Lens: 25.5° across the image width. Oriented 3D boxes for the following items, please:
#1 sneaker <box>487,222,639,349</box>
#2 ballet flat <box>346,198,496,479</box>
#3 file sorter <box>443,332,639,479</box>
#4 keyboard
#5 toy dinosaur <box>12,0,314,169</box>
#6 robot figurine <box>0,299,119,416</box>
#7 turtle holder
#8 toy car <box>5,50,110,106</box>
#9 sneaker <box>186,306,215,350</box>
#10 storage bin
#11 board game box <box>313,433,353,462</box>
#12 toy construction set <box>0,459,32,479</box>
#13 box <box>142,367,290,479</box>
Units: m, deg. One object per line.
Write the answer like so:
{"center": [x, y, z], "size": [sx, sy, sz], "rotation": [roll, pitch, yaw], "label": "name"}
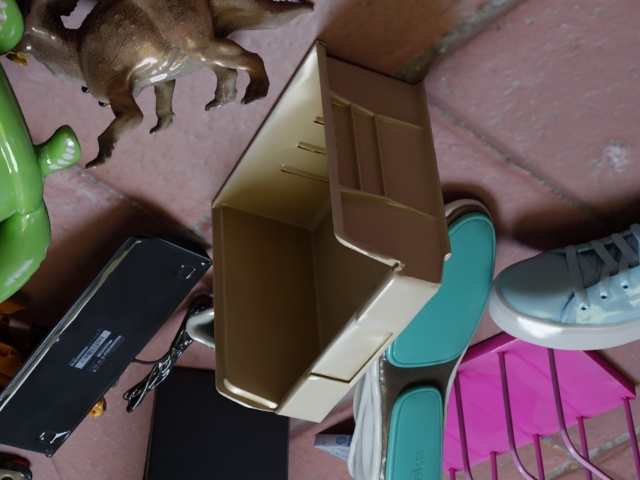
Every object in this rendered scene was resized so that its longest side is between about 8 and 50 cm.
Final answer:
{"center": [0.358, 0.013, 1.501], "size": [0.365, 0.135, 0.150], "rotation": [-8, 132, -4], "label": "sneaker"}
{"center": [0.092, 0.127, 1.594], "size": [0.139, 0.139, 0.400], "rotation": [6, 110, -7], "label": "ballet flat"}
{"center": [0.223, 0.261, 1.737], "size": [0.290, 0.182, 0.202], "rotation": [-28, 132, 29], "label": "file sorter"}
{"center": [-0.234, 0.124, 1.602], "size": [0.317, 0.033, 0.201], "rotation": [-49, 139, 14], "label": "keyboard"}
{"center": [-0.158, -0.195, 1.264], "size": [0.295, 0.127, 0.200], "rotation": [-22, 101, 1], "label": "toy dinosaur"}
{"center": [-0.382, 0.139, 1.670], "size": [0.291, 0.085, 0.211], "rotation": [25, 134, -25], "label": "robot figurine"}
{"center": [-0.360, -0.089, 1.229], "size": [0.227, 0.243, 0.320], "rotation": [-30, 146, -20], "label": "turtle holder"}
{"center": [-0.231, -0.162, 1.343], "size": [0.122, 0.060, 0.041], "rotation": [22, 104, -33], "label": "toy car"}
{"center": [-0.039, 0.096, 1.550], "size": [0.235, 0.090, 0.094], "rotation": [-11, 162, 39], "label": "sneaker"}
{"center": [0.000, 0.000, 1.376], "size": [0.123, 0.260, 0.262], "rotation": [15, 137, -22], "label": "storage bin"}
{"center": [0.052, 0.278, 1.855], "size": [0.090, 0.020, 0.090], "rotation": [30, 156, -31], "label": "board game box"}
{"center": [-0.511, 0.369, 1.905], "size": [0.215, 0.151, 0.328], "rotation": [13, 149, -14], "label": "toy construction set"}
{"center": [-0.142, 0.366, 1.772], "size": [0.182, 0.296, 0.294], "rotation": [6, 139, -6], "label": "box"}
